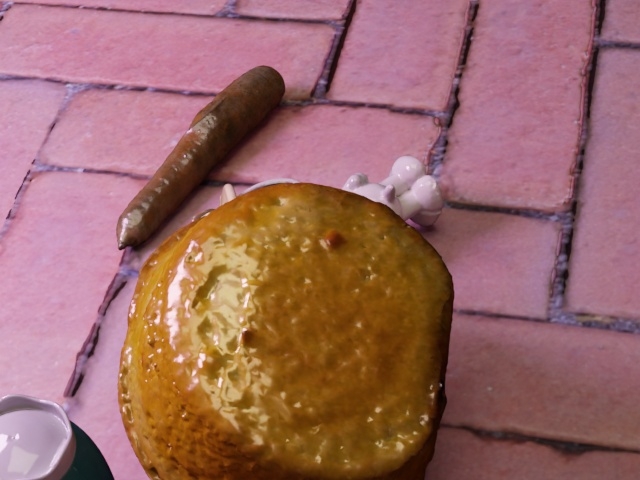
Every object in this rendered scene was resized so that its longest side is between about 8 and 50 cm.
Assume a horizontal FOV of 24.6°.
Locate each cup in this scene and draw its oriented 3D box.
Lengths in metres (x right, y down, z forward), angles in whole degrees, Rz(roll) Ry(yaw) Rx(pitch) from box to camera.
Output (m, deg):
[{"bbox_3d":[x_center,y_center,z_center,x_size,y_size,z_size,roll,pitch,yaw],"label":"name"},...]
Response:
[{"bbox_3d":[-0.279,0.242,1.427,0.300,0.173,0.167,9,46,16],"label":"cup"}]

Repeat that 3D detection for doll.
[{"bbox_3d":[-0.007,-0.018,1.692,0.208,0.144,0.271,37,61,10],"label":"doll"}]

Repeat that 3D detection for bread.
[{"bbox_3d":[-0.015,0.106,1.439,0.337,0.204,0.358,16,58,-17],"label":"bread"}]

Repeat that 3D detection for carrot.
[{"bbox_3d":[-0.157,-0.107,1.830,0.070,0.070,0.342,22,54,25],"label":"carrot"}]
